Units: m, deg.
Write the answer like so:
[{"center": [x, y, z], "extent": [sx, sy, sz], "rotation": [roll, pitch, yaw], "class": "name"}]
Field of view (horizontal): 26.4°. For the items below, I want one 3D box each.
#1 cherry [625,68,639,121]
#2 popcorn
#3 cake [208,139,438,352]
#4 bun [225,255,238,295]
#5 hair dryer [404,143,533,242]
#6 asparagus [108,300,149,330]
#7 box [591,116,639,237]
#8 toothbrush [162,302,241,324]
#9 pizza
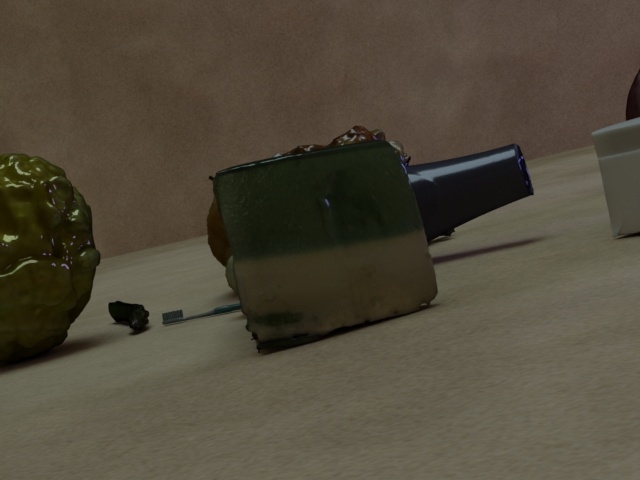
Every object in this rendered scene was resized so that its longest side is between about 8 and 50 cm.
[{"center": [0.532, -0.192, 1.795], "extent": [0.307, 0.221, 0.261], "rotation": [-32, 3, -4], "class": "cherry"}, {"center": [-0.366, 0.016, 1.536], "extent": [0.225, 0.249, 0.249], "rotation": [-3, -3, -33], "class": "popcorn"}, {"center": [-0.002, 0.000, 1.263], "extent": [0.172, 0.158, 0.283], "rotation": [-13, 1, -4], "class": "cake"}, {"center": [-0.042, 0.036, 1.452], "extent": [0.115, 0.069, 0.115], "rotation": [-15, 4, 1], "class": "bun"}, {"center": [0.126, -0.035, 1.684], "extent": [0.301, 0.121, 0.361], "rotation": [-18, -5, 15], "class": "hair dryer"}, {"center": [-0.227, 0.088, 1.634], "extent": [0.034, 0.027, 0.236], "rotation": [-19, 5, -15], "class": "asparagus"}, {"center": [0.440, -0.096, 1.357], "extent": [0.274, 0.116, 0.203], "rotation": [-17, 5, -36], "class": "box"}, {"center": [-0.102, 0.073, 1.521], "extent": [0.167, 0.014, 0.011], "rotation": [-12, -5, 18], "class": "toothbrush"}, {"center": [-0.014, -0.047, 1.783], "extent": [0.278, 0.114, 0.409], "rotation": [-40, -14, 22], "class": "pizza"}]
